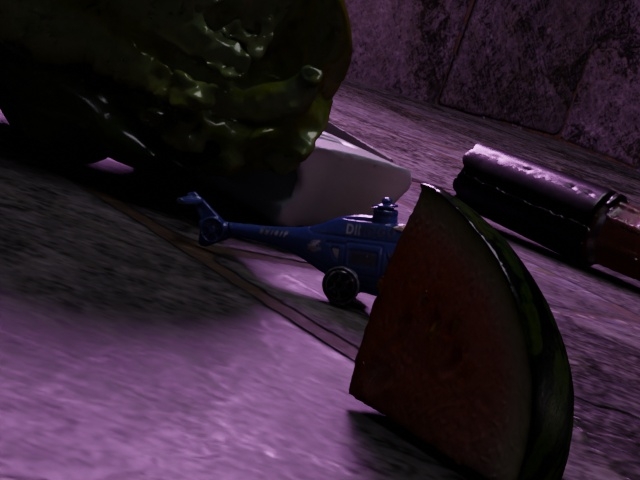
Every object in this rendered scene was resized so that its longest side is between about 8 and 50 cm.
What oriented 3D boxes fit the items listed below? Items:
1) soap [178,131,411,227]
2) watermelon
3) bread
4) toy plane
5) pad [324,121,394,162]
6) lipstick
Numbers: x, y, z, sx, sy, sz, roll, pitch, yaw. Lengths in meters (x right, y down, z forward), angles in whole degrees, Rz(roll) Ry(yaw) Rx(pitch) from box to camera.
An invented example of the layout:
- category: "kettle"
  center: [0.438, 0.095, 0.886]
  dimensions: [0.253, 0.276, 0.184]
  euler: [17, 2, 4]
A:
- category: "soap"
  center: [-0.042, -0.062, 1.099]
  dimensions: [0.119, 0.066, 0.198]
  euler: [12, 11, -44]
- category: "watermelon"
  center: [0.054, 0.043, 0.620]
  dimensions: [0.094, 0.135, 0.125]
  euler: [-17, 4, 14]
- category: "bread"
  center: [-0.110, -0.195, 1.047]
  dimensions: [0.251, 0.208, 0.376]
  euler: [1, 23, -3]
- category: "toy plane"
  center: [0.000, 0.000, 0.843]
  dimensions: [0.167, 0.062, 0.054]
  euler: [10, 8, 11]
- category: "pad"
  center: [-0.051, -0.104, 1.278]
  dimensions: [0.156, 0.004, 0.232]
  euler: [5, -11, 33]
- category: "lipstick"
  center: [0.303, 0.010, 1.342]
  dimensions: [0.418, 0.077, 0.077]
  euler: [26, 12, 32]
